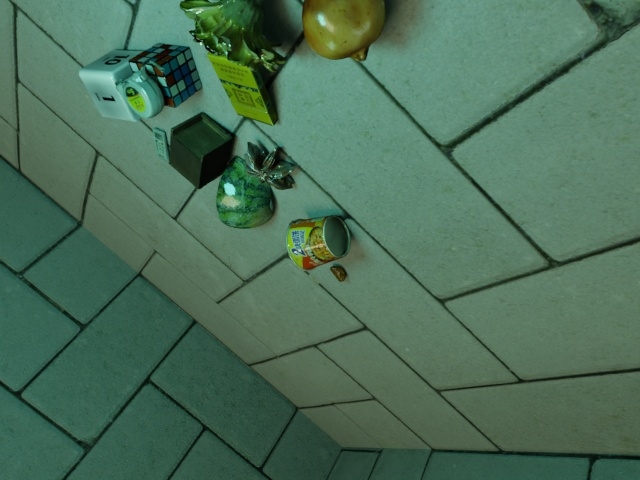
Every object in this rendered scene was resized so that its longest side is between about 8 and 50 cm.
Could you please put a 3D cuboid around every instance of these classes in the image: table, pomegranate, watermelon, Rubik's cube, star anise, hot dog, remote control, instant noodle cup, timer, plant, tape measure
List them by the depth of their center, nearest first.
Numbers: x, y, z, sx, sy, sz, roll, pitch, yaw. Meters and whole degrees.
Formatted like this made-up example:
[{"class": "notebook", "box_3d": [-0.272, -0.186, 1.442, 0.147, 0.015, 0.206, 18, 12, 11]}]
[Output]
[{"class": "pomegranate", "box_3d": [0.053, -0.535, 1.144, 0.209, 0.209, 0.209, 23, 143, 19]}, {"class": "plant", "box_3d": [-0.207, -0.575, 1.264, 0.305, 0.261, 0.297, 32, 145, -23]}, {"class": "tape measure", "box_3d": [-0.531, -0.488, 1.533, 0.330, 0.084, 0.164, 0, 133, 43]}, {"class": "Rubik's cube", "box_3d": [-0.529, -0.569, 1.646, 0.155, 0.151, 0.154, 17, 140, 24]}, {"class": "star anise", "box_3d": [-0.201, -0.273, 1.766, 0.236, 0.093, 0.229, 5, 140, 42]}, {"class": "timer", "box_3d": [-0.721, -0.572, 1.767, 0.194, 0.192, 0.194, 14, 139, 29]}, {"class": "table", "box_3d": [-0.449, -0.342, 1.814, 0.169, 0.172, 0.193, 40, 144, 10]}, {"class": "instant noodle cup", "box_3d": [0.000, 0.000, 1.817, 0.174, 0.213, 0.213, -14, 121, 39]}, {"class": "watermelon", "box_3d": [-0.313, -0.178, 1.932, 0.223, 0.180, 0.305, -11, 135, -9]}, {"class": "hot dog", "box_3d": [0.076, 0.138, 2.041, 0.058, 0.035, 0.083, -10, 124, 46]}, {"class": "remote control", "box_3d": [-0.684, -0.410, 2.065, 0.061, 0.029, 0.162, 25, 139, 12]}]

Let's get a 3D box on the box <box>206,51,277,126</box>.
[{"class": "box", "box_3d": [-0.240, -0.482, 1.523, 0.153, 0.041, 0.279, 21, 160, 19]}]
